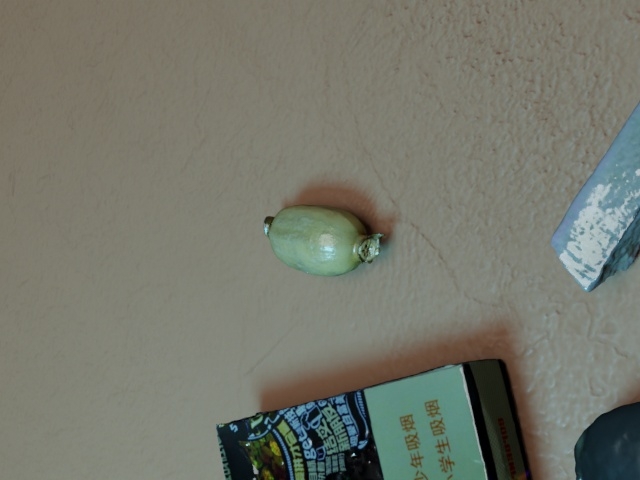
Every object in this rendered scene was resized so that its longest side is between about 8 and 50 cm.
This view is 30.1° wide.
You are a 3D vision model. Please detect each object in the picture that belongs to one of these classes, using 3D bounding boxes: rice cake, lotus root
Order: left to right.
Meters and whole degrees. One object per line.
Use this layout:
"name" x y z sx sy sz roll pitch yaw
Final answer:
"lotus root" 0.000 0.000 1.231 0.150 0.062 0.073 11 94 36
"rice cake" 0.313 -0.120 1.021 0.073 0.056 0.365 37 108 31

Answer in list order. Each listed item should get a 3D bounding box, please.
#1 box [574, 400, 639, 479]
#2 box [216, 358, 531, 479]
"box" 0.399 0.260 0.926 0.359 0.091 0.350 -25 73 32
"box" 0.052 0.245 1.172 0.310 0.084 0.198 -19 78 33
